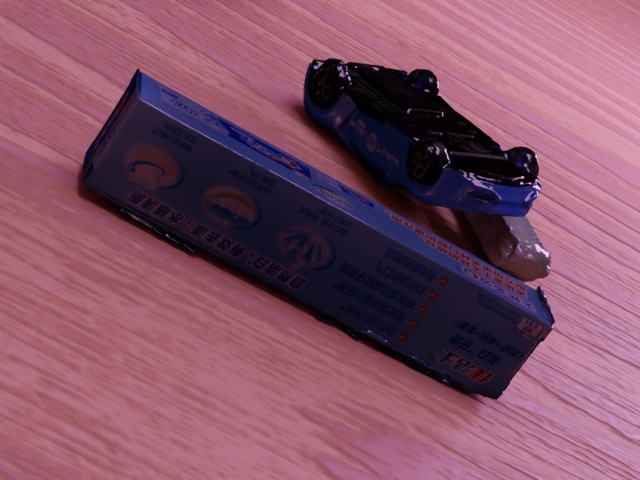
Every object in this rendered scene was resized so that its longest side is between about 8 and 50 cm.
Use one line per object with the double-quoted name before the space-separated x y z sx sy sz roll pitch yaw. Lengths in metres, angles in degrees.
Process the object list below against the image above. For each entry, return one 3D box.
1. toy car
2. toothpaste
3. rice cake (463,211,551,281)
"toy car" 0.069 -0.066 1.303 0.103 0.063 0.216 3 29 -38
"toothpaste" 0.000 0.000 1.041 0.272 0.066 0.053 28 19 -16
"rice cake" 0.116 -0.033 1.354 0.043 0.034 0.211 26 21 -26
